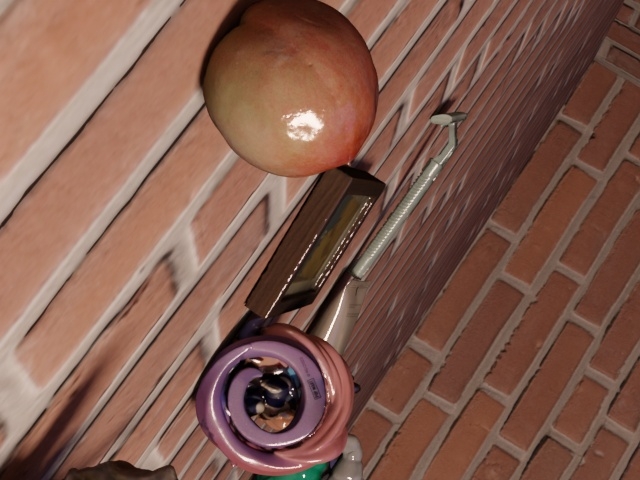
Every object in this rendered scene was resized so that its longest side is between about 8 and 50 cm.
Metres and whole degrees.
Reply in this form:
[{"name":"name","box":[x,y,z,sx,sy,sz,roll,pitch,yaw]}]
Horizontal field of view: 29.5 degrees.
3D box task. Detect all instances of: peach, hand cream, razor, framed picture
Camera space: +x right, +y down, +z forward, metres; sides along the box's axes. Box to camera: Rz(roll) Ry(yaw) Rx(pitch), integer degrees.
[{"name":"peach","box":[-0.011,-0.068,0.548,0.083,0.083,0.083,-55,171,-14]},{"name":"hand cream","box":[0.000,0.123,1.321,0.186,0.054,0.087,-61,163,6]},{"name":"razor","box":[0.093,-0.044,1.295,0.211,0.036,0.084,-61,168,16]},{"name":"framed picture","box":[0.000,0.000,0.990,0.128,0.023,0.168,-59,171,7]}]

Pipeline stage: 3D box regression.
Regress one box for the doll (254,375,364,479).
[{"name":"doll","box":[0.001,0.314,1.622,0.195,0.153,0.258,-90,-156,-49]}]

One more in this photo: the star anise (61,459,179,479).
[{"name":"star anise","box":[-0.148,0.188,0.634,0.209,0.089,0.231,-45,164,-2]}]

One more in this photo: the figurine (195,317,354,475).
[{"name":"figurine","box":[-0.027,0.121,0.984,0.114,0.126,0.157,-29,177,14]}]
